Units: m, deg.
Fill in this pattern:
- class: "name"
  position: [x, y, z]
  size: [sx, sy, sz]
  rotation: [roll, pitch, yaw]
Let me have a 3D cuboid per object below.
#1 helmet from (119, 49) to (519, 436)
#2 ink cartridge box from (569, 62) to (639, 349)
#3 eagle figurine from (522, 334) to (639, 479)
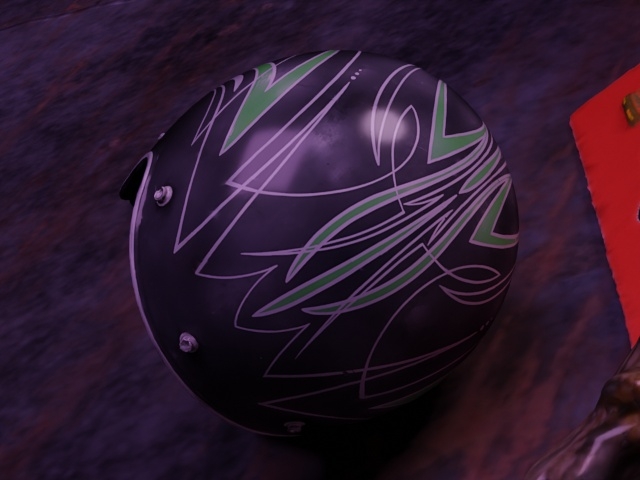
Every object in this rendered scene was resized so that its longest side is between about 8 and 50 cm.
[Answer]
- class: "helmet"
  position: [0.000, 0.000, 0.769]
  size: [0.169, 0.169, 0.161]
  rotation: [-30, 9, -11]
- class: "ink cartridge box"
  position: [0.243, -0.141, 0.760]
  size: [0.385, 0.091, 0.308]
  rotation: [-39, 19, 18]
- class: "eagle figurine"
  position: [0.196, 0.043, 0.368]
  size: [0.298, 0.226, 0.225]
  rotation: [13, 19, 34]
